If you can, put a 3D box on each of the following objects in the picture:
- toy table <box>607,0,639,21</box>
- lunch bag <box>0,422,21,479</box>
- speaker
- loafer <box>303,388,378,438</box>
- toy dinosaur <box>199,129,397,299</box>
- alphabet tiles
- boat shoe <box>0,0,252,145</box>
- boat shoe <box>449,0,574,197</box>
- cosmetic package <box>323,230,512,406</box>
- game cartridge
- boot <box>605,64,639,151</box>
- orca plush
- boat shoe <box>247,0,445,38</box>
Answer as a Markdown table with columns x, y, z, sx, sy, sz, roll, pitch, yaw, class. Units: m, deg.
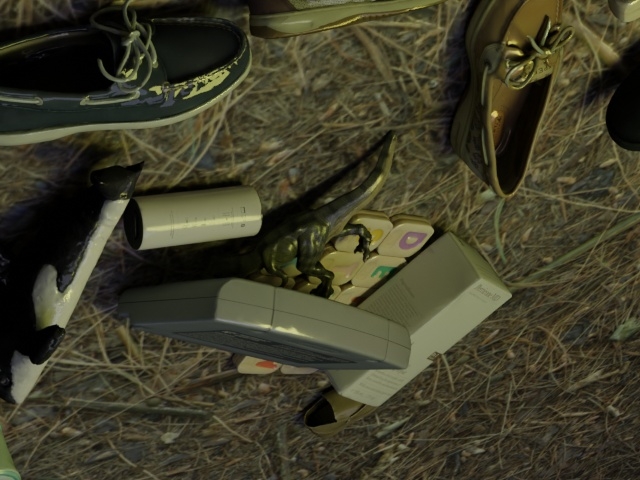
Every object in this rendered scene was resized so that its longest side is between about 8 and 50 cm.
| x | y | z | sx | sy | sz | roll | pitch | yaw | class |
| --- | --- | --- | --- | --- | --- | --- | --- | --- | --- |
| 0.342 | -0.310 | 1.200 | 0.274 | 0.161 | 0.252 | -34 | 147 | 4 | toy table |
| -0.472 | 0.294 | 1.436 | 0.279 | 0.108 | 0.224 | -12 | 140 | -27 | lunch bag |
| -0.131 | -0.024 | 1.318 | 0.136 | 0.055 | 0.055 | -8 | 141 | -30 | speaker |
| 0.034 | 0.224 | 1.773 | 0.148 | 0.056 | 0.050 | -46 | 150 | 23 | loafer |
| 0.000 | 0.000 | 1.431 | 0.268 | 0.064 | 0.118 | -35 | 128 | 3 | toy dinosaur |
| 0.013 | 0.070 | 1.584 | 0.278 | 0.021 | 0.284 | 6 | 132 | -42 | alphabet tiles |
| -0.178 | -0.149 | 1.085 | 0.254 | 0.095 | 0.079 | -10 | 154 | -12 | boat shoe |
| 0.208 | -0.167 | 1.351 | 0.105 | 0.089 | 0.285 | -18 | 145 | -16 | boat shoe |
| 0.115 | 0.102 | 1.614 | 0.231 | 0.085 | 0.117 | -40 | 152 | 14 | cosmetic package |
| -0.048 | 0.096 | 1.427 | 0.198 | 0.062 | 0.297 | -11 | 158 | 43 | game cartridge |
| 0.401 | -0.228 | 1.408 | 0.246 | 0.094 | 0.207 | -39 | 150 | 2 | boot |
| -0.278 | 0.030 | 1.241 | 0.102 | 0.151 | 0.287 | 25 | 128 | -15 | orca plush |
| 0.038 | -0.236 | 1.144 | 0.224 | 0.080 | 0.073 | -18 | 114 | -18 | boat shoe |
